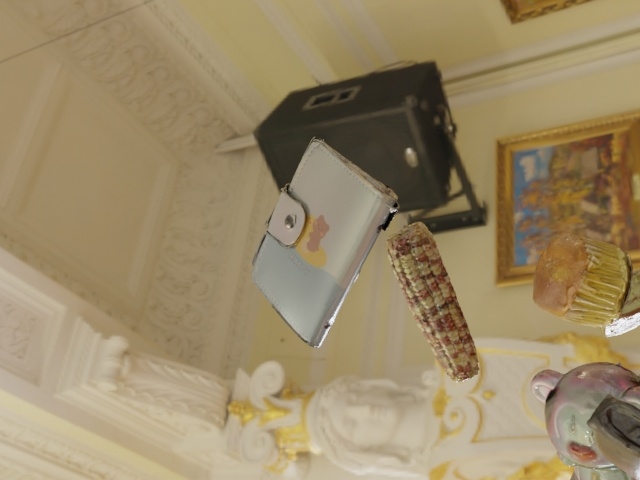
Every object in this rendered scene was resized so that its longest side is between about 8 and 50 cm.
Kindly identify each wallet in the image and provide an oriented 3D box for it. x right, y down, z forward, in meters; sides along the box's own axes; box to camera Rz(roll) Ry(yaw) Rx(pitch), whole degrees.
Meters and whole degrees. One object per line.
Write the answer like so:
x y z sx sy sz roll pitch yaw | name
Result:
0.000 0.000 1.020 0.069 0.170 0.231 2 -57 -47 | wallet

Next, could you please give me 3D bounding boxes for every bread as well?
0.396 0.059 1.232 0.190 0.114 0.132 -147 70 -84 | bread
0.753 0.134 1.859 0.111 0.234 0.184 69 -169 23 | bread

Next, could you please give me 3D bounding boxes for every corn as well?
0.163 0.089 1.151 0.079 0.079 0.237 -23 -90 -60 | corn

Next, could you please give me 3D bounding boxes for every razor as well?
0.348 0.229 0.889 0.054 0.090 0.148 -52 -36 -7 | razor

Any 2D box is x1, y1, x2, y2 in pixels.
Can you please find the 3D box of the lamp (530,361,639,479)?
0.550 0.355 1.485 0.247 0.247 0.301 -40 -64 -31 | lamp
